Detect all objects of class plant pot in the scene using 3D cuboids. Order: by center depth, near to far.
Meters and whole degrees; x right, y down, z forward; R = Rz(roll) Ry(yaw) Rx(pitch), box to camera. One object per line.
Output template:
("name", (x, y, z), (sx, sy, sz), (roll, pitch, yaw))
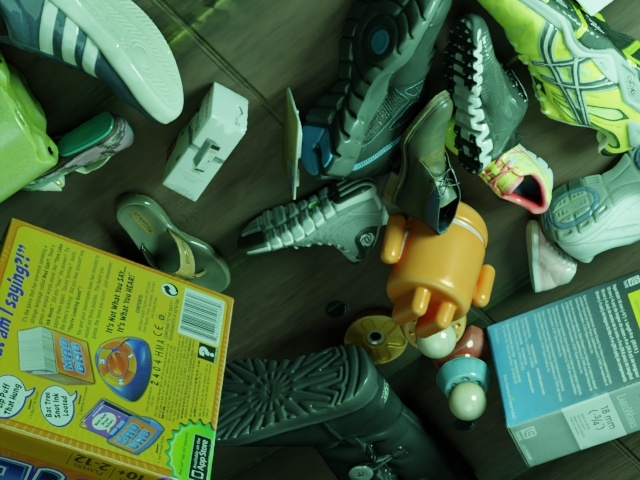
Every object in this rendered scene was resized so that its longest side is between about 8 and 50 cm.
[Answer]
("plant pot", (-0.503, -0.126, 1.801), (0.254, 0.276, 0.276), (-27, 123, 2))

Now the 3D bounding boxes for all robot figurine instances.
("robot figurine", (0.172, 0.032, 1.955), (0.158, 0.219, 0.128), (10, 150, 16))

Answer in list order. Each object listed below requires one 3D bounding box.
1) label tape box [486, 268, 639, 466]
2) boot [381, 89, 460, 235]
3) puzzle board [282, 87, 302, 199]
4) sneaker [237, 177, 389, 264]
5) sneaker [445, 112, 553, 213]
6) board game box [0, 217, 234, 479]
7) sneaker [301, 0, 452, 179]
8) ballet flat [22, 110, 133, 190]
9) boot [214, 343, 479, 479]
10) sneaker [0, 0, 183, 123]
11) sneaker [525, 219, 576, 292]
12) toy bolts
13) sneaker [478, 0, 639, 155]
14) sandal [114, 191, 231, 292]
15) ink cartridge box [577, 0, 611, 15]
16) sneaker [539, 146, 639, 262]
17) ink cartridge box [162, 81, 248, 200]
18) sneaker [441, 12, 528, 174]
("label tape box", (0.435, 0.179, 2.038), (0.333, 0.241, 0.106), (-22, 123, 14))
("boot", (0.164, -0.104, 1.848), (0.106, 0.082, 0.219), (43, 144, 18))
("puzzle board", (-0.039, -0.136, 1.886), (0.011, 0.096, 0.128), (-4, 127, -11))
("sneaker", (0.000, 0.000, 1.994), (0.228, 0.086, 0.132), (-24, 125, 14))
("sneaker", (0.256, -0.109, 1.916), (0.208, 0.094, 0.081), (30, 121, -20))
("board game box", (-0.372, 0.257, 1.968), (0.356, 0.356, 0.356), (22, 133, -16))
("sneaker", (0.094, -0.229, 1.832), (0.139, 0.125, 0.341), (4, 128, -40))
("ballet flat", (-0.364, -0.114, 1.913), (0.221, 0.077, 0.079), (-22, 143, 13))
("boot", (0.025, 0.359, 2.230), (0.367, 0.146, 0.445), (-10, 141, 29))
("sneaker", (-0.331, -0.272, 1.771), (0.148, 0.131, 0.350), (-29, 116, 26))
("sneaker", (0.350, 0.019, 2.039), (0.070, 0.051, 0.134), (-10, 129, 4))
("toy bolts", (0.164, 0.187, 2.086), (0.218, 0.158, 0.228), (-34, 120, 21))
("sneaker", (0.325, -0.238, 1.796), (0.384, 0.145, 0.147), (35, 118, -21))
("sandal", (-0.223, 0.015, 2.011), (0.090, 0.060, 0.219), (-30, 121, 19))
("ink cartridge box", (0.374, -0.425, 1.687), (0.237, 0.100, 0.172), (-38, 118, 23))
("sneaker", (0.469, -0.067, 1.965), (0.297, 0.111, 0.129), (-26, 142, 18))
("ink cartridge box", (-0.161, -0.139, 1.878), (0.056, 0.099, 0.135), (28, 119, -19))
("sneaker", (0.228, -0.208, 1.815), (0.106, 0.078, 0.234), (-24, 126, -20))
